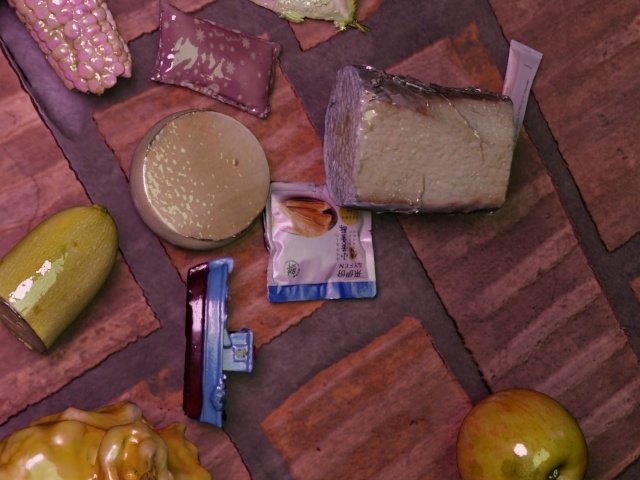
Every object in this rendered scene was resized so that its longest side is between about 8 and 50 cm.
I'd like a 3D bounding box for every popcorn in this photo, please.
[{"bbox_3d":[-0.276,0.346,1.109,0.321,0.290,0.326,-7,134,1],"label":"popcorn"}]

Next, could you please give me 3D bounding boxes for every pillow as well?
[{"bbox_3d":[-0.141,-0.246,1.295,0.185,0.043,0.118,14,80,-24],"label":"pillow"}]

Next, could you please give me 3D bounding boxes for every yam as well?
[{"bbox_3d":[0.142,-0.140,1.339,0.271,0.201,0.202,5,111,-18],"label":"yam"}]

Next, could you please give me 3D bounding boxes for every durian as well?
[{"bbox_3d":[-0.012,-0.359,1.355,0.215,0.086,0.100,11,117,-21],"label":"durian"}]

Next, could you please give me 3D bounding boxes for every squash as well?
[{"bbox_3d":[-0.323,0.031,1.165,0.123,0.123,0.187,44,67,-17],"label":"squash"}]

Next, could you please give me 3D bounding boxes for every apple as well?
[{"bbox_3d":[0.300,0.317,1.407,0.196,0.196,0.196,1,88,-25],"label":"apple"}]

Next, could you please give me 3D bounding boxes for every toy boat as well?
[{"bbox_3d":[-0.131,0.133,1.254,0.097,0.100,0.223,2,89,-15],"label":"toy boat"}]

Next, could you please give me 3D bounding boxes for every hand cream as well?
[{"bbox_3d":[0.301,-0.213,1.505,0.052,0.038,0.216,33,68,-45],"label":"hand cream"}]

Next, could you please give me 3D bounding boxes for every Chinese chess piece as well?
[{"bbox_3d":[-0.159,-0.080,1.263,0.188,0.083,0.188,2,84,-23],"label":"Chinese chess piece"}]

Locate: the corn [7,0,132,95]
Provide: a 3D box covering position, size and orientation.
[{"bbox_3d":[-0.343,-0.335,1.166,0.126,0.126,0.335,-38,105,-21],"label":"corn"}]

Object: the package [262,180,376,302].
[{"bbox_3d":[0.000,0.000,1.360,0.171,0.027,0.173,-2,85,-24],"label":"package"}]
